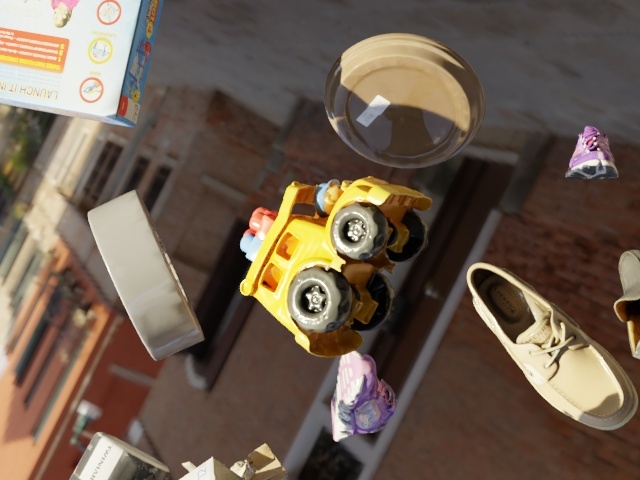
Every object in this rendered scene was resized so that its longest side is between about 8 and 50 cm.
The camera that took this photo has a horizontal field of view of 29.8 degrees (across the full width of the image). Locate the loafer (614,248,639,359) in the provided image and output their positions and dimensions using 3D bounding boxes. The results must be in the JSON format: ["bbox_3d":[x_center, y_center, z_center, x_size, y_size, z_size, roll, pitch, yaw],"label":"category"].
[{"bbox_3d":[0.344,0.067,1.284,0.061,0.062,0.170,6,-145,-11],"label":"loafer"}]

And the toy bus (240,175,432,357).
[{"bbox_3d":[0.000,0.000,1.461,0.211,0.220,0.149,35,-166,28],"label":"toy bus"}]

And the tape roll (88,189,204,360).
[{"bbox_3d":[-0.229,0.046,1.582,0.219,0.072,0.219,155,90,-84],"label":"tape roll"}]

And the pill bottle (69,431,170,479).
[{"bbox_3d":[-0.335,0.420,1.786,0.130,0.246,0.130,27,170,5],"label":"pill bottle"}]

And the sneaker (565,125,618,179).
[{"bbox_3d":[0.363,-0.118,1.624,0.068,0.071,0.170,0,-172,7],"label":"sneaker"}]

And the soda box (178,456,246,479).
[{"bbox_3d":[-0.127,0.417,1.506,0.098,0.091,0.286,42,-159,-34],"label":"soda box"}]

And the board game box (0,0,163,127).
[{"bbox_3d":[-0.420,-0.360,1.947,0.308,0.302,0.086,12,177,13],"label":"board game box"}]

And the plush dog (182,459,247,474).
[{"bbox_3d":[-0.197,0.535,2.108,0.210,0.262,0.225,4,-143,6],"label":"plush dog"}]

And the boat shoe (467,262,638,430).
[{"bbox_3d":[0.352,0.165,1.897,0.341,0.121,0.110,44,-178,31],"label":"boat shoe"}]

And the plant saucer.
[{"bbox_3d":[0.140,-0.226,2.049,0.278,0.278,0.041,26,-137,-11],"label":"plant saucer"}]

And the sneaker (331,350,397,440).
[{"bbox_3d":[0.079,0.256,1.999,0.104,0.095,0.236,2,147,-5],"label":"sneaker"}]

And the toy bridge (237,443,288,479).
[{"bbox_3d":[-0.085,0.326,1.684,0.026,0.063,0.188,56,173,18],"label":"toy bridge"}]
